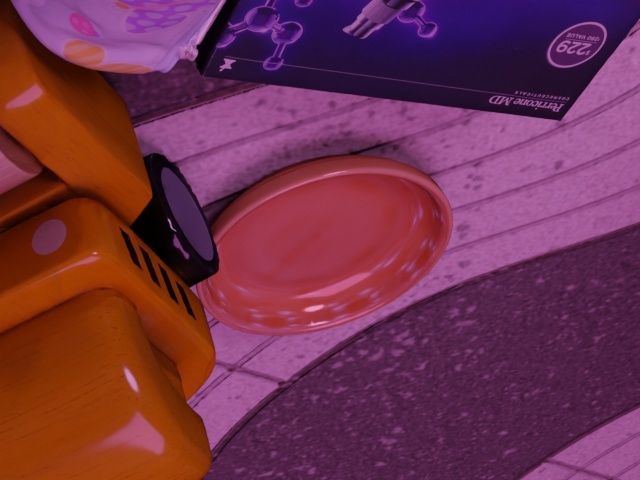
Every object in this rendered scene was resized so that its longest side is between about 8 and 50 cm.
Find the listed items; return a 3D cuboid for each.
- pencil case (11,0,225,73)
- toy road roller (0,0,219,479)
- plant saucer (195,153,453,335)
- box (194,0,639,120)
[{"bbox_3d":[-0.066,-0.159,0.707,0.113,0.124,0.273,-25,-177,-26],"label":"pencil case"},{"bbox_3d":[-0.183,0.037,0.909,0.202,0.241,0.329,-27,145,9],"label":"toy road roller"},{"bbox_3d":[0.000,0.000,1.130,0.200,0.037,0.200,-13,146,-9],"label":"plant saucer"},{"bbox_3d":[0.069,-0.175,0.870,0.261,0.103,0.184,3,142,-30],"label":"box"}]
